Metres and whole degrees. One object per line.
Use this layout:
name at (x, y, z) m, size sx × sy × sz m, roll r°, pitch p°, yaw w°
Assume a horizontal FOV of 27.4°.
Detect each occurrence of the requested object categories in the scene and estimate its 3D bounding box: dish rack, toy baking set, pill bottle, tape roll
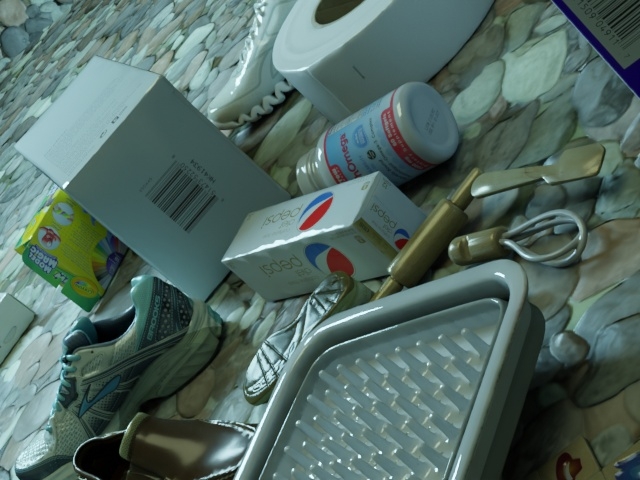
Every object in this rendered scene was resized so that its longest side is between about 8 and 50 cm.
dish rack at (0.033, 0.182, 0.942) m, size 0.285 × 0.072 × 0.332 m, roll -24°, pitch 35°, yaw 49°
toy baking set at (0.134, 0.017, 1.095) m, size 0.256 × 0.030 × 0.197 m, roll -54°, pitch 30°, yaw 2°
pill bottle at (0.053, -0.089, 1.314) m, size 0.160 × 0.087 × 0.087 m, roll -28°, pitch 31°, yaw 39°
tape roll at (0.075, -0.271, 1.539) m, size 0.286 × 0.100 × 0.286 m, roll -37°, pitch 26°, yaw 22°

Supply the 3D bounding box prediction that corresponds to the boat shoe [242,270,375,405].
boat shoe at (-0.011, 0.097, 1.206) m, size 0.153 × 0.048 × 0.056 m, roll -51°, pitch 35°, yaw 8°

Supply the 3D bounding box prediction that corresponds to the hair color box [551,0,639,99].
hair color box at (0.240, -0.284, 1.175) m, size 0.110 × 0.185 × 0.339 m, roll -39°, pitch 26°, yaw 19°

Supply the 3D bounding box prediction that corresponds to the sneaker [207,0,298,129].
sneaker at (-0.055, -0.269, 1.736) m, size 0.292 × 0.118 × 0.110 m, roll -45°, pitch 26°, yaw 11°

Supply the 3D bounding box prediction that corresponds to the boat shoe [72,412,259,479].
boat shoe at (-0.141, 0.202, 1.189) m, size 0.257 × 0.095 × 0.095 m, roll -22°, pitch 35°, yaw 44°

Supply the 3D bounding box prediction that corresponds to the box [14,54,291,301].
box at (-0.215, -0.086, 1.603) m, size 0.168 × 0.215 × 0.345 m, roll -50°, pitch 24°, yaw -6°

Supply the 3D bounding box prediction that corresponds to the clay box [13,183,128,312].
clay box at (-0.322, -0.016, 1.784) m, size 0.053 × 0.127 × 0.222 m, roll -22°, pitch 34°, yaw 46°

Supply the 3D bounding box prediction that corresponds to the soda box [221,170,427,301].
soda box at (0.000, 0.000, 1.284) m, size 0.216 × 0.074 × 0.069 m, roll -16°, pitch 39°, yaw 50°

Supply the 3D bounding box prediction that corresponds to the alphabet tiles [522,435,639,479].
alphabet tiles at (0.146, 0.222, 0.785) m, size 0.198 × 0.009 × 0.237 m, roll -42°, pitch 24°, yaw 14°

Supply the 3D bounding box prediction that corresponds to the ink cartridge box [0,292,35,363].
ink cartridge box at (-0.489, 0.130, 1.930) m, size 0.135 × 0.056 × 0.099 m, roll -6°, pitch 46°, yaw 57°

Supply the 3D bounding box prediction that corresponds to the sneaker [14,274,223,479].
sneaker at (-0.242, 0.145, 1.411) m, size 0.283 × 0.122 × 0.110 m, roll -45°, pitch 24°, yaw 7°
